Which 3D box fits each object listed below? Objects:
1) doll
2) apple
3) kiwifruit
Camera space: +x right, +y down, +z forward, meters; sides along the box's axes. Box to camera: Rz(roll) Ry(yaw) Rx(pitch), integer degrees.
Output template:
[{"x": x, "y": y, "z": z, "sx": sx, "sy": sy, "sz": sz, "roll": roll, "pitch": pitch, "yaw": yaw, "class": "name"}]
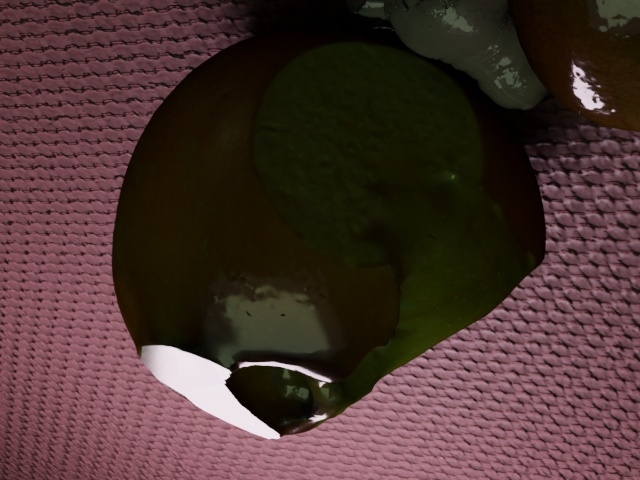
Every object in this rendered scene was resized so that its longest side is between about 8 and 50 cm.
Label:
[{"x": 0.128, "y": -0.181, "z": 1.291, "sx": 0.192, "sy": 0.095, "sz": 0.149, "roll": 34, "pitch": 149, "yaw": -17, "class": "doll"}, {"x": 0.000, "y": 0.000, "z": 1.405, "sx": 0.384, "sy": 0.374, "sz": 0.374, "roll": 10, "pitch": 144, "yaw": 25, "class": "apple"}, {"x": 0.225, "y": -0.194, "z": 1.115, "sx": 0.196, "sy": 0.196, "sz": 0.234, "roll": 2, "pitch": 139, "yaw": 32, "class": "kiwifruit"}]
